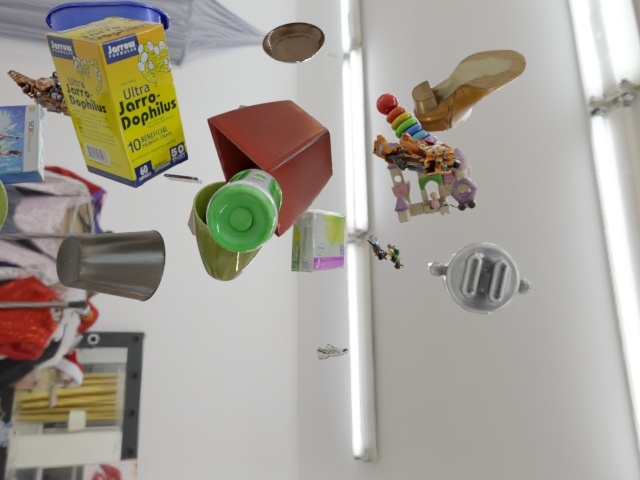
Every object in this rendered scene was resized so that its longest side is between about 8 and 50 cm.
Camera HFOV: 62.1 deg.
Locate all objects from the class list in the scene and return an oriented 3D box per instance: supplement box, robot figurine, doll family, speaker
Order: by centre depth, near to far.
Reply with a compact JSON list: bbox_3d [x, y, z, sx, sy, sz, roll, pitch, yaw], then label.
[{"bbox_3d":[-0.139,-0.065,1.026,0.296,0.131,0.131,-99,-160,-77],"label":"speaker"},{"bbox_3d":[-0.490,-0.344,1.323,0.195,0.194,0.356,19,-50,27],"label":"supplement box"},{"bbox_3d":[0.463,0.110,1.556,0.353,0.300,0.199,21,85,-80],"label":"robot figurine"},{"bbox_3d":[0.301,-0.275,1.682,0.291,0.211,0.085,35,-50,55],"label":"robot figurine"},{"bbox_3d":[0.260,0.049,2.127,0.111,0.193,0.076,-92,-154,-58],"label":"doll family"}]

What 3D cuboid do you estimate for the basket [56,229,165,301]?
[{"bbox_3d":[-0.548,0.059,1.390,0.154,0.227,0.204,23,-82,37],"label":"basket"}]

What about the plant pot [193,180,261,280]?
[{"bbox_3d":[-0.314,-0.005,1.822,0.293,0.275,0.274,113,-27,-43],"label":"plant pot"}]

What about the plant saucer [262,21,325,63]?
[{"bbox_3d":[-0.083,-0.613,1.668,0.036,0.199,0.198,82,-3,-55],"label":"plant saucer"}]

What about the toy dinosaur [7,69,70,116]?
[{"bbox_3d":[-0.873,-0.495,1.756,0.164,0.322,0.218,-43,-172,29],"label":"toy dinosaur"}]

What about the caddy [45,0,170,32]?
[{"bbox_3d":[-0.610,-0.604,1.551,0.241,0.341,0.179,178,-93,-79],"label":"caddy"}]

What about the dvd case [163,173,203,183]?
[{"bbox_3d":[-0.481,-0.217,1.871,0.087,0.119,0.013,119,-23,-87],"label":"dvd case"}]

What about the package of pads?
[{"bbox_3d":[0.000,0.000,2.007,0.101,0.296,0.229,3,-89,26],"label":"package of pads"}]

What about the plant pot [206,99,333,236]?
[{"bbox_3d":[-0.112,-0.223,1.444,0.267,0.236,0.267,44,-22,29],"label":"plant pot"}]

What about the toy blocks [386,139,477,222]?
[{"bbox_3d":[0.369,-0.226,1.816,0.309,0.289,0.260,-37,113,-71],"label":"toy blocks"}]

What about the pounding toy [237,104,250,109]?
[{"bbox_3d":[-0.291,-0.378,2.017,0.181,0.094,0.206,155,-66,-64],"label":"pounding toy"}]

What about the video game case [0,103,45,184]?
[{"bbox_3d":[-0.935,-0.270,1.509,0.061,0.270,0.244,107,-27,-60],"label":"video game case"}]

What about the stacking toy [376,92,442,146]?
[{"bbox_3d":[0.338,-0.450,2.117,0.330,0.141,0.141,54,-37,14],"label":"stacking toy"}]

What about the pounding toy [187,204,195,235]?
[{"bbox_3d":[-0.440,-0.084,2.141,0.100,0.141,0.130,55,-46,36],"label":"pounding toy"}]

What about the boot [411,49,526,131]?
[{"bbox_3d":[0.390,-0.384,1.405,0.295,0.211,0.104,-15,-106,19],"label":"boot"}]

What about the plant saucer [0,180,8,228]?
[{"bbox_3d":[-0.880,-0.089,1.260,0.037,0.241,0.241,180,-84,-71],"label":"plant saucer"}]

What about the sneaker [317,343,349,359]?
[{"bbox_3d":[0.031,0.285,1.383,0.032,0.083,0.037,68,12,-73],"label":"sneaker"}]
